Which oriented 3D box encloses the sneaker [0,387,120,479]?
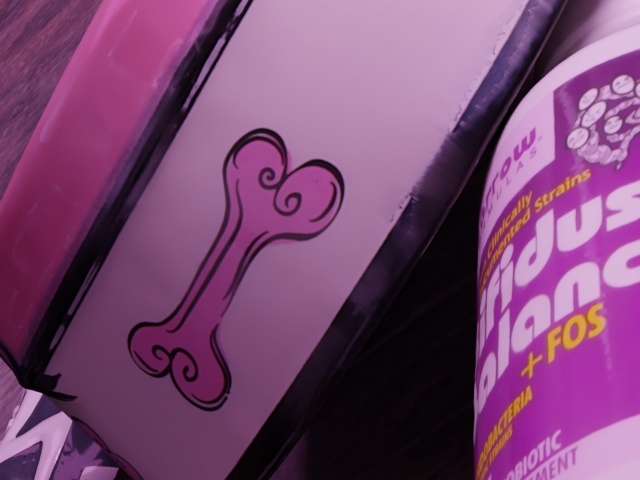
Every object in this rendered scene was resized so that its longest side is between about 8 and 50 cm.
[{"bbox_3d":[-0.175,0.133,1.132,0.153,0.094,0.235,-49,33,-11],"label":"sneaker"}]

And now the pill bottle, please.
[{"bbox_3d":[0.136,0.029,0.611,0.169,0.169,0.301,-38,28,32],"label":"pill bottle"}]

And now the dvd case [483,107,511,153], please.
[{"bbox_3d":[0.000,0.000,1.073,0.238,0.030,0.179,-55,24,-1],"label":"dvd case"}]

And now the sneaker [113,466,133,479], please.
[{"bbox_3d":[-0.151,0.236,0.865,0.340,0.140,0.125,-67,5,-31],"label":"sneaker"}]

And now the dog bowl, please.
[{"bbox_3d":[-0.017,-0.076,0.830,0.408,0.150,0.408,-59,5,9],"label":"dog bowl"}]
